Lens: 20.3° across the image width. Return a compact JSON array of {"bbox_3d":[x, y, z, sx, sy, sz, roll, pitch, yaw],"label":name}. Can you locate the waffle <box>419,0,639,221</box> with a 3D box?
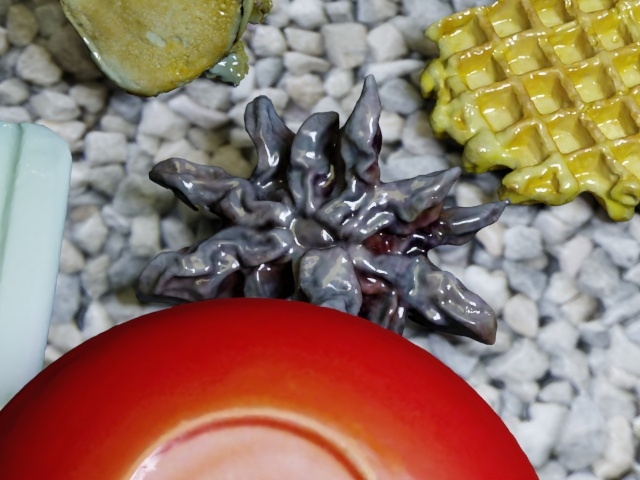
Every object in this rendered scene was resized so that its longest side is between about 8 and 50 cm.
[{"bbox_3d":[0.202,-0.097,1.369,0.229,0.057,0.219,-19,61,-12],"label":"waffle"}]

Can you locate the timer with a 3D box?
[{"bbox_3d":[-0.042,0.218,1.041,0.377,0.279,0.378,1,61,-2],"label":"timer"}]

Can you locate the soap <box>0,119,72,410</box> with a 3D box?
[{"bbox_3d":[-0.291,0.072,1.200,0.208,0.115,0.347,10,57,-10],"label":"soap"}]

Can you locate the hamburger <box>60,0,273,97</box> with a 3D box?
[{"bbox_3d":[-0.109,-0.196,1.378,0.159,0.185,0.131,-26,20,20],"label":"hamburger"}]

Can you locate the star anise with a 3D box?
[{"bbox_3d":[0.000,-0.004,1.278,0.282,0.129,0.212,28,78,20],"label":"star anise"}]
